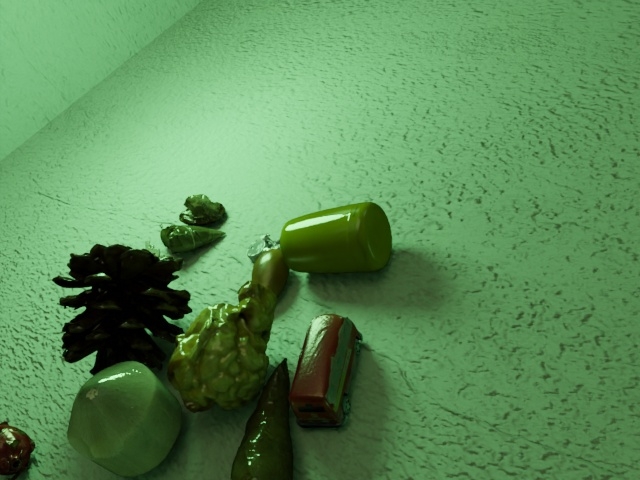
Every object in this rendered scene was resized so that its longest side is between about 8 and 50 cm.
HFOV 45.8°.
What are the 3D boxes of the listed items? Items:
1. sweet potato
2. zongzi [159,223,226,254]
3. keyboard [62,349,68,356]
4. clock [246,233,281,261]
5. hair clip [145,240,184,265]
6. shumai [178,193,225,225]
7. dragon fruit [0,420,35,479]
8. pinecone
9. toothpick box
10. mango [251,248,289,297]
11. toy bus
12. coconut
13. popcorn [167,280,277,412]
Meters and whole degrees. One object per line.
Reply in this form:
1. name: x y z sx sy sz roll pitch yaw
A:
1. sweet potato: -0.113 0.437 1.591 0.130 0.131 0.423 -15 35 18
2. zongzi: -0.401 -0.019 2.346 0.178 0.081 0.189 -12 15 -21
3. keyboard: -0.699 0.259 2.243 0.061 0.013 0.204 -8 42 24
4. clock: -0.152 0.025 2.137 0.129 0.041 0.087 13 58 47
5. hair clip: -0.500 0.054 2.331 0.072 0.034 0.226 -46 40 -19
6. shumai: -0.367 -0.100 2.367 0.139 0.105 0.123 11 21 -7
7. dragon fruit: -0.790 0.533 1.911 0.166 0.133 0.136 19 100 45
8. pinecone: -0.510 0.205 1.941 0.384 0.384 0.384 -17 40 15
9. toothpick box: 0.032 0.002 1.945 0.271 0.175 0.175 -7 43 31
10. mango: -0.139 0.102 2.011 0.102 0.085 0.184 -3 51 31
11. toy bus: 0.013 0.279 1.686 0.121 0.120 0.265 -6 44 25
12. coconut: -0.456 0.400 1.729 0.237 0.266 0.237 -12 48 13
13. popcorn: -0.216 0.252 1.781 0.332 0.225 0.265 -59 15 -11
